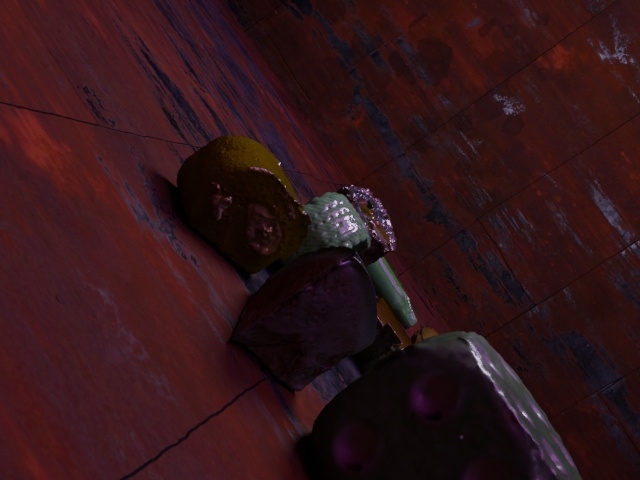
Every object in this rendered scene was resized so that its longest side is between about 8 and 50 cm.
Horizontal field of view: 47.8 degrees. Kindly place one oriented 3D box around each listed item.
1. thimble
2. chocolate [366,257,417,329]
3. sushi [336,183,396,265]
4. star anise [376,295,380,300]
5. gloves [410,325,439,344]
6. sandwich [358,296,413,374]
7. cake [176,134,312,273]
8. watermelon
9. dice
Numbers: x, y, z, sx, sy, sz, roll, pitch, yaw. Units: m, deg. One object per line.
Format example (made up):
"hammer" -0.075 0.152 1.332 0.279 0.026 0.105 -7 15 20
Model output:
"thimble" 0.000 0.000 1.633 0.150 0.219 0.219 55 11 10
"chocolate" 0.228 0.166 2.434 0.291 0.110 0.110 58 11 0
"sushi" 0.123 -0.036 2.322 0.237 0.171 0.270 22 36 -40
"star anise" 0.138 0.193 2.081 0.124 0.056 0.129 23 28 -20
"gloves" 0.372 0.388 2.213 0.203 0.155 0.356 59 -6 -17
"sandwich" 0.160 0.268 1.714 0.235 0.122 0.128 54 22 3
"cake" -0.135 -0.066 1.358 0.260 0.179 0.156 44 16 -41
"watermelon" -0.037 0.117 1.223 0.193 0.310 0.231 47 51 -35
"dice" 0.202 0.351 1.149 0.322 0.330 0.318 59 10 26
